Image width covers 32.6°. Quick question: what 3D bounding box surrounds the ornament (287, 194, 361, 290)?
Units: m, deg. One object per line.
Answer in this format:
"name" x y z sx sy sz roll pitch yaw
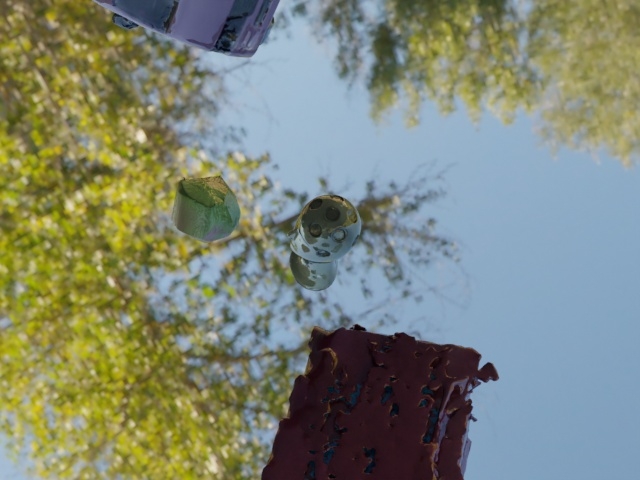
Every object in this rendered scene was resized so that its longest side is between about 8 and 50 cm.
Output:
"ornament" 0.000 0.000 1.270 0.081 0.156 0.075 1 -111 -8

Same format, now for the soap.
"soap" 0.022 0.170 0.549 0.099 0.250 0.162 12 176 14

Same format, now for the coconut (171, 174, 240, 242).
"coconut" -0.133 -0.035 1.273 0.082 0.081 0.083 -8 -146 -24

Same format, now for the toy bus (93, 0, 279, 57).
"toy bus" -0.069 -0.180 0.529 0.108 0.096 0.199 11 -143 -24
